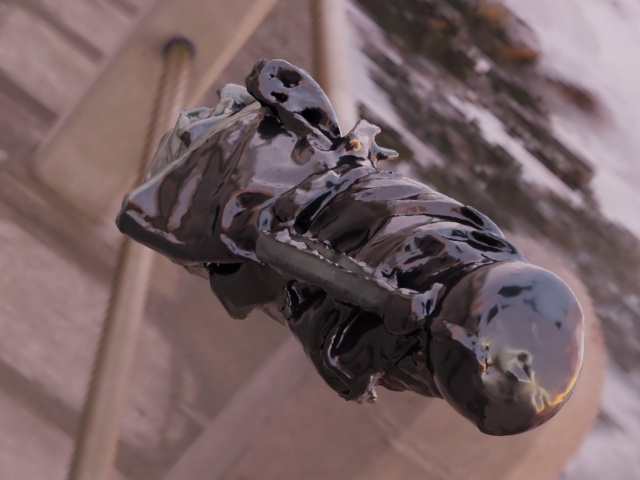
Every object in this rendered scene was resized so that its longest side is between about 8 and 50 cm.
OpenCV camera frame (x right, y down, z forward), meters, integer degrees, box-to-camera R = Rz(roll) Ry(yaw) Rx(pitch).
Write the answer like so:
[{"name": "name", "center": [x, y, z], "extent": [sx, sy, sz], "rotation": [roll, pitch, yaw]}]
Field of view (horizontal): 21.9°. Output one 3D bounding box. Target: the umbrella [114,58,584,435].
[{"name": "umbrella", "center": [0.001, -0.006, 0.704], "extent": [0.106, 0.113, 0.358], "rotation": [38, -2, -23]}]
